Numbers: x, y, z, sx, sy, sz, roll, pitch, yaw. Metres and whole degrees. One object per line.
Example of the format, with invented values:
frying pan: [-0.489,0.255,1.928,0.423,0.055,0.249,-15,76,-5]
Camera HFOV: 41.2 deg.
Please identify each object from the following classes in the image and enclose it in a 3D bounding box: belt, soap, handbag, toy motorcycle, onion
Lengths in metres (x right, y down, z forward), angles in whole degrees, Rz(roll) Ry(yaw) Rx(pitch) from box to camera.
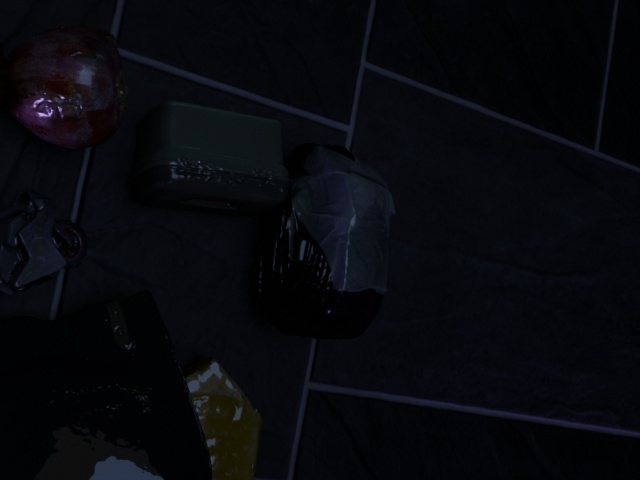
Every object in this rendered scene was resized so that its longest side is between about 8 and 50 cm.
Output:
belt: [0.000,0.000,1.261,0.164,0.184,0.289,14,80,-47]
soap: [-0.172,0.296,1.224,0.160,0.080,0.257,10,84,-29]
handbag: [-0.324,0.216,1.089,0.342,0.152,0.288,-5,77,-17]
toy motorcycle: [-0.394,0.012,1.085,0.215,0.080,0.122,-37,108,-45]
onion: [-0.348,-0.197,1.106,0.195,0.159,0.159,-2,90,-1]

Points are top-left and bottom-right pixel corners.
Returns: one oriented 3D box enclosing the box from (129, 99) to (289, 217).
box: [-0.156,-0.112,1.209,0.210,0.148,0.129,7,77,-32]

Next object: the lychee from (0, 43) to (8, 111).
lychee: [-0.488,-0.179,0.962,0.260,0.260,0.260,1,88,-31]
